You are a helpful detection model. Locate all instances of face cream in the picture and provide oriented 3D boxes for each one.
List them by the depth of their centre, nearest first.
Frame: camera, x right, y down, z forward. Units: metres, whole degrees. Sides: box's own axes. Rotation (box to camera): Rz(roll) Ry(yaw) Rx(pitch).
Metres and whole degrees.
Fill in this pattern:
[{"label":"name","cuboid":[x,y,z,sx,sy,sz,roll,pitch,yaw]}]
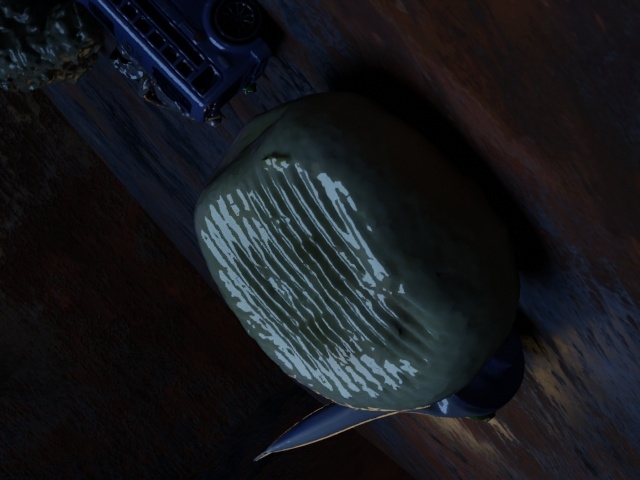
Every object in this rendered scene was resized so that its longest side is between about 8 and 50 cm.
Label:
[{"label":"face cream","cuboid":[0.105,0.197,1.562,0.420,0.234,0.137,-37,74,50]}]

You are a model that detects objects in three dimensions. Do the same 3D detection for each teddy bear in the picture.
[{"label":"teddy bear","cuboid":[-0.536,-0.427,2.073,0.368,0.224,0.357,62,169,-5]}]

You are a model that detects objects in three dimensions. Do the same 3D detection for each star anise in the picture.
[{"label":"star anise","cuboid":[-0.227,-0.240,1.774,0.230,0.081,0.262,24,156,37]}]

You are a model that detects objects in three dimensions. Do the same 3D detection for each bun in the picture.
[{"label":"bun","cuboid":[0.043,-0.004,1.263,0.361,0.213,0.361,23,136,25]}]

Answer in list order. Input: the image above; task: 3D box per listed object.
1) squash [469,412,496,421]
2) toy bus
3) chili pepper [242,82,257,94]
[{"label":"squash","cuboid":[0.128,0.125,1.733,0.341,0.094,0.094,42,169,7]},{"label":"toy bus","cuboid":[-0.190,-0.274,1.354,0.292,0.133,0.125,46,170,-2]},{"label":"chili pepper","cuboid":[-0.163,-0.261,1.516,0.227,0.059,0.088,43,165,6]}]
